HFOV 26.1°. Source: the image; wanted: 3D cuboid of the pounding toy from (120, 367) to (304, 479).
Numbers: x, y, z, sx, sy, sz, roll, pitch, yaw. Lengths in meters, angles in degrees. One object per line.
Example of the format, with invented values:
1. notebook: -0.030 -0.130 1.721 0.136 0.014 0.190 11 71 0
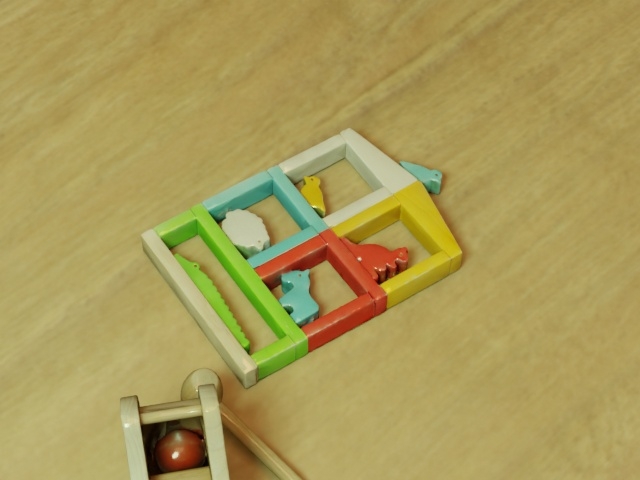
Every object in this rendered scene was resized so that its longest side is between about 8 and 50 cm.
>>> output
1. pounding toy: -0.076 0.199 1.108 0.154 0.154 0.270 -8 54 -7

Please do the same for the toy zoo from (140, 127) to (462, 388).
1. toy zoo: 0.000 0.000 1.335 0.293 0.030 0.192 -28 59 -20
